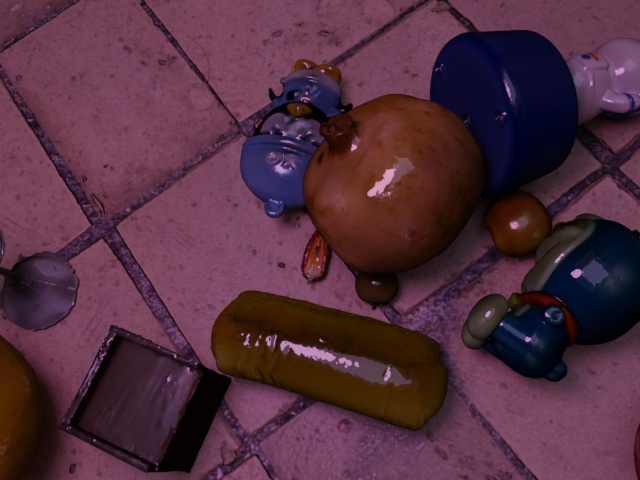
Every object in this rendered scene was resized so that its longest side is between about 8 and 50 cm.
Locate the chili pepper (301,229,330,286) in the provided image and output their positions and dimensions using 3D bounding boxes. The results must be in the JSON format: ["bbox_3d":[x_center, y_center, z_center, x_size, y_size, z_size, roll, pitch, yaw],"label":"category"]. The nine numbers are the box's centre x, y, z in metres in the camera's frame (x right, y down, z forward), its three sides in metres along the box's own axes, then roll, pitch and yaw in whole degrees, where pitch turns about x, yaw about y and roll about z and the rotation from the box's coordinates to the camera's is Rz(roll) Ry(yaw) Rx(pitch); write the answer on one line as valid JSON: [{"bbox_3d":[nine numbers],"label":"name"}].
[{"bbox_3d":[0.000,0.000,1.155,0.045,0.027,0.178,11,74,6],"label":"chili pepper"}]

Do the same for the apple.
[{"bbox_3d":[0.328,-0.029,1.088,0.102,0.099,0.114,-32,74,-2],"label":"apple"}]

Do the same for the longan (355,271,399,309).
[{"bbox_3d":[0.096,0.081,1.101,0.075,0.075,0.083,3,113,8],"label":"longan"}]

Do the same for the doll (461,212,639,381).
[{"bbox_3d":[0.377,0.088,0.988,0.322,0.198,0.186,-42,72,-7],"label":"doll"}]

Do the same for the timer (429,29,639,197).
[{"bbox_3d":[0.410,-0.244,1.095,0.383,0.270,0.270,-15,70,-14],"label":"timer"}]

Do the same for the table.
[{"bbox_3d":[-0.271,0.250,1.016,0.172,0.193,0.169,21,75,13],"label":"table"}]

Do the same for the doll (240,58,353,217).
[{"bbox_3d":[-0.044,-0.182,1.164,0.177,0.141,0.314,12,70,7],"label":"doll"}]

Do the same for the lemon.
[{"bbox_3d":[-0.585,0.279,0.966,0.347,0.348,0.348,-2,71,6],"label":"lemon"}]

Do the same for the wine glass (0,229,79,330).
[{"bbox_3d":[-0.530,0.057,1.093,0.156,0.232,0.156,-2,71,6],"label":"wine glass"}]

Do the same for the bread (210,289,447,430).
[{"bbox_3d":[0.014,0.172,1.025,0.383,0.112,0.166,15,42,11],"label":"bread"}]

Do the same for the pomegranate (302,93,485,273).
[{"bbox_3d":[0.115,-0.083,1.027,0.307,0.307,0.307,-2,71,6],"label":"pomegranate"}]

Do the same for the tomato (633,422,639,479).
[{"bbox_3d":[0.540,0.332,0.920,0.200,0.140,0.233,29,43,8],"label":"tomato"}]
